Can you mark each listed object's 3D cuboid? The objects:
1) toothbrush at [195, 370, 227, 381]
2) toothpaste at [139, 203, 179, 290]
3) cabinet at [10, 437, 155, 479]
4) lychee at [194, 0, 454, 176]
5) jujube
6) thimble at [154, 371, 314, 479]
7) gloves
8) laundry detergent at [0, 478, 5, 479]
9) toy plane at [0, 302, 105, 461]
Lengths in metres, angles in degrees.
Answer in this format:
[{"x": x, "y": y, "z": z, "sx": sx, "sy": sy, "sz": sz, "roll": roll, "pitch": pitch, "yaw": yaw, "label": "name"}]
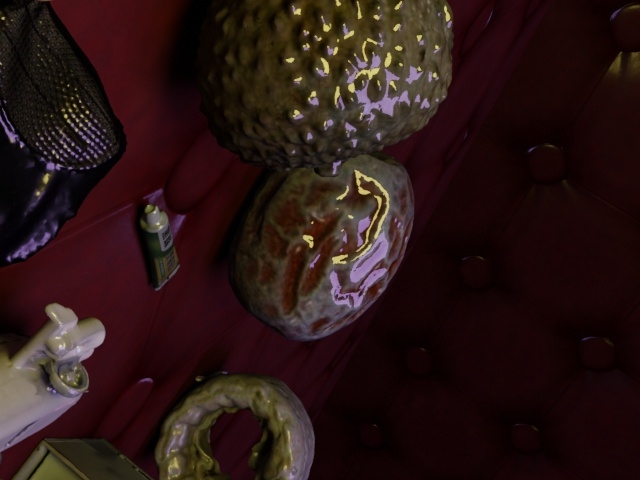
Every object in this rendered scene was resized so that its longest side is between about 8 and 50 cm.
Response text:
[{"x": -0.214, "y": 0.267, "z": 1.545, "sx": 0.162, "sy": 0.014, "sz": 0.017, "roll": 32, "pitch": 74, "yaw": -76, "label": "toothbrush"}, {"x": -0.195, "y": 0.007, "z": 0.947, "sx": 0.049, "sy": 0.031, "sz": 0.204, "roll": -49, "pitch": 168, "yaw": -23, "label": "toothpaste"}, {"x": -0.339, "y": 0.382, "z": 1.099, "sx": 0.150, "sy": 0.145, "sz": 0.206, "roll": -53, "pitch": 166, "yaw": -8, "label": "cabinet"}, {"x": -0.001, "y": -0.188, "z": 0.746, "sx": 0.255, "sy": 0.255, "sz": 0.274, "roll": -42, "pitch": 130, "yaw": -43, "label": "lychee"}, {"x": 0.000, "y": 0.003, "z": 1.157, "sx": 0.215, "sy": 0.246, "sz": 0.308, "roll": 48, "pitch": -58, "yaw": 60, "label": "jujube"}, {"x": -0.150, "y": 0.395, "z": 1.480, "sx": 0.291, "sy": 0.291, "sz": 0.195, "roll": -55, "pitch": 166, "yaw": 1, "label": "thimble"}, {"x": -0.213, "y": -0.094, "z": 0.382, "sx": 0.197, "sy": 0.152, "sz": 0.301, "roll": -57, "pitch": 169, "yaw": -25, "label": "gloves"}, {"x": -0.403, "y": 0.356, "z": 0.824, "sx": 0.099, "sy": 0.070, "sz": 0.226, "roll": -42, "pitch": -167, "yaw": 20, "label": "laundry detergent"}, {"x": -0.308, "y": 0.140, "z": 0.711, "sx": 0.244, "sy": 0.117, "sz": 0.245, "roll": -38, "pitch": 173, "yaw": -5, "label": "toy plane"}]
